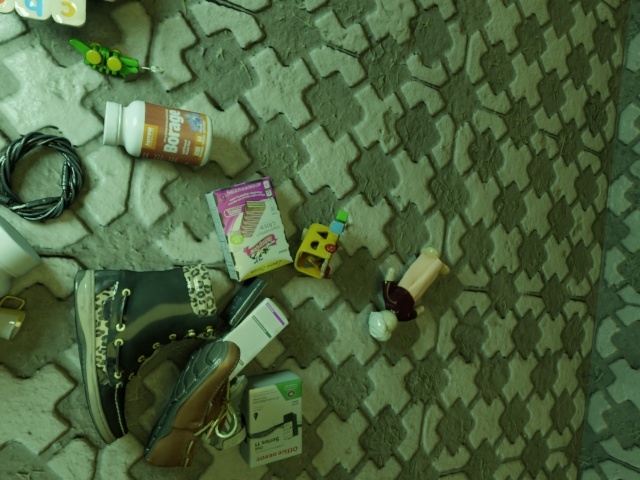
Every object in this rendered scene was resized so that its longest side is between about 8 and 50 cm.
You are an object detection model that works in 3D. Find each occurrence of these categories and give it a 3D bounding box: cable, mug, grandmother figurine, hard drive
[{"bbox_3d":[-0.573,-0.133,0.857,0.151,0.047,0.184,40,73,-24],"label":"cable"},{"bbox_3d":[-0.640,0.157,0.837,0.064,0.078,0.062,23,114,-19],"label":"mug"},{"bbox_3d":[0.266,0.170,1.309,0.208,0.104,0.342,48,68,-13],"label":"grandmother figurine"},{"bbox_3d":[-0.196,0.150,1.051,0.022,0.094,0.135,43,73,-23],"label":"hard drive"}]

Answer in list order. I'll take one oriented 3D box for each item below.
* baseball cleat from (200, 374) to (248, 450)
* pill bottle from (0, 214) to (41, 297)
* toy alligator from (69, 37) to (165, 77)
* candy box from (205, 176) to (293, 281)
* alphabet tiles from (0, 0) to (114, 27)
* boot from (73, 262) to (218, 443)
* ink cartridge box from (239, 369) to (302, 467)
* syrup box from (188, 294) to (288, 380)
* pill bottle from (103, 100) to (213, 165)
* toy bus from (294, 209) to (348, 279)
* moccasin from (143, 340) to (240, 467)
[{"bbox_3d":[-0.215,0.432,1.037,0.109,0.072,0.205,34,103,-1],"label":"baseball cleat"},{"bbox_3d":[-0.680,0.076,0.742,0.283,0.161,0.161,-41,110,-21],"label":"pill bottle"},{"bbox_3d":[-0.447,-0.386,0.917,0.190,0.056,0.051,10,129,-30],"label":"toy alligator"},{"bbox_3d":[-0.179,-0.031,1.066,0.159,0.071,0.233,-20,102,-27],"label":"candy box"},{"bbox_3d":[-0.532,-0.550,0.779,0.284,0.021,0.277,0,89,-24],"label":"alphabet tiles"},{"bbox_3d":[-0.378,0.233,0.938,0.284,0.138,0.377,-8,91,-28],"label":"boot"},{"bbox_3d":[-0.132,0.469,1.106,0.153,0.087,0.208,-3,94,-28],"label":"ink cartridge box"},{"bbox_3d":[-0.205,0.250,1.052,0.237,0.093,0.096,-42,110,-21],"label":"syrup box"},{"bbox_3d":[-0.360,-0.240,0.928,0.216,0.121,0.121,4,90,-29],"label":"pill bottle"},{"bbox_3d":[-0.002,0.004,1.143,0.105,0.202,0.190,20,88,4],"label":"toy bus"},{"bbox_3d":[-0.261,0.374,0.917,0.147,0.139,0.380,24,108,-15],"label":"moccasin"}]
